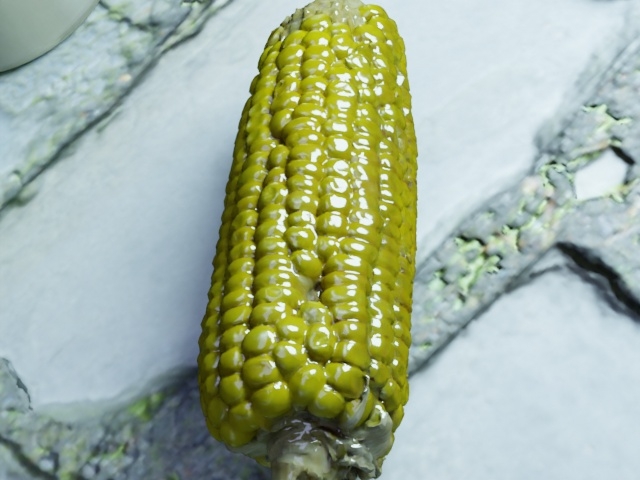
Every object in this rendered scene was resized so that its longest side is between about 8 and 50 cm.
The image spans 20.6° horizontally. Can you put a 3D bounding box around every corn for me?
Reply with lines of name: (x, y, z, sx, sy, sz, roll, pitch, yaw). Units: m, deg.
corn: (0.000, 0.000, 0.981, 0.119, 0.119, 0.321, -5, 54, 20)

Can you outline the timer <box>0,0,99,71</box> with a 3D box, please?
timer: (-0.263, -0.251, 1.147, 0.175, 0.266, 0.175, -10, 57, 16)
